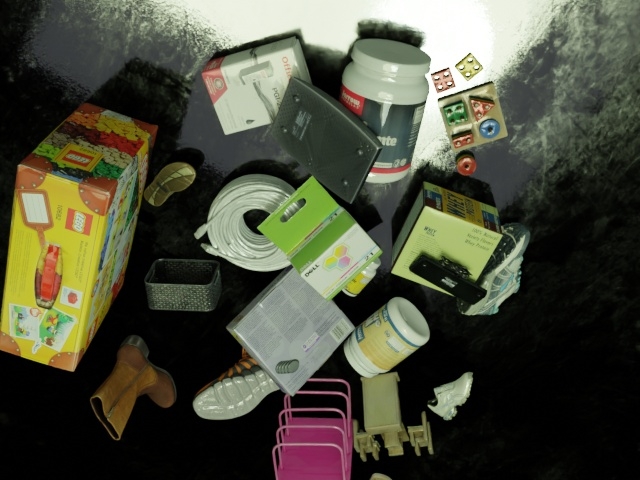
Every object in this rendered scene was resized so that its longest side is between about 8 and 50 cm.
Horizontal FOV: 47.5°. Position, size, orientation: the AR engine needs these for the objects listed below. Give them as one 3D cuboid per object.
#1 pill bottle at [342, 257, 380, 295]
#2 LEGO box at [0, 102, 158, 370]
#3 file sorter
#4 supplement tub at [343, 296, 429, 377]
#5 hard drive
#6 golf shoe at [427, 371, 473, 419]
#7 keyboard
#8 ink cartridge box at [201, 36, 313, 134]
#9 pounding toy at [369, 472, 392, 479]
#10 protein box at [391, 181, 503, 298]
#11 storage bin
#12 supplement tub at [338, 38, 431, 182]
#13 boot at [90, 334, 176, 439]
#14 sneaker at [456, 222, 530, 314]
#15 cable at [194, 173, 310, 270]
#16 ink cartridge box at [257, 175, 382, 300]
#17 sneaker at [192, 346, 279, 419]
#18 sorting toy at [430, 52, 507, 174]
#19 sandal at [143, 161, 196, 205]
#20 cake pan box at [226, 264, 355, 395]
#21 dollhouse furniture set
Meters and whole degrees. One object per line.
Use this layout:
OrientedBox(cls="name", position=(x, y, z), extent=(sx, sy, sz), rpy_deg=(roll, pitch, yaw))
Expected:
OrientedBox(cls="pill bottle", position=(0.103, 0.085, 1.878), extent=(0.065, 0.065, 0.116), rpy_deg=(33, 117, -13))
OrientedBox(cls="LEGO box", position=(-0.568, -0.015, 1.709), extent=(0.193, 0.372, 0.500), rpy_deg=(18, 121, -5))
OrientedBox(cls="file sorter", position=(-0.015, 0.539, 2.029), extent=(0.202, 0.291, 0.182), rpy_deg=(0, 117, 6))
OrientedBox(cls="supplement tub", position=(0.173, 0.260, 1.927), extent=(0.144, 0.144, 0.199), rpy_deg=(40, 116, -17))
OrientedBox(cls="hard drive", position=(0.013, -0.218, 1.545), extent=(0.254, 0.054, 0.172), rpy_deg=(42, 132, 19))
OrientedBox(cls="golf shoe", position=(0.367, 0.433, 2.059), extent=(0.086, 0.069, 0.176), rpy_deg=(25, 119, -2))
OrientedBox(cls="keyboard", position=(0.313, 0.082, 1.724), extent=(0.192, 0.038, 0.100), rpy_deg=(28, 143, -12))
OrientedBox(cls="ink cartridge box", position=(-0.134, -0.346, 1.634), extent=(0.217, 0.092, 0.159), rpy_deg=(-13, 119, 11))
OrientedBox(cls="pounding toy", position=(0.164, 0.839, 2.262), extent=(0.269, 0.155, 0.154), rpy_deg=(-18, 122, 15))
OrientedBox(cls="protein box", position=(0.302, 0.000, 1.767), extent=(0.199, 0.136, 0.201), rpy_deg=(20, 121, -5))
OrientedBox(cls="storage bin", position=(-0.358, 0.116, 1.909), extent=(0.180, 0.122, 0.084), rpy_deg=(2, 120, 4))
OrientedBox(cls="supplement tub", position=(0.129, -0.281, 1.587), extent=(0.191, 0.191, 0.272), rpy_deg=(10, 121, 0))
OrientedBox(cls="boot", position=(-0.509, 0.441, 2.022), extent=(0.096, 0.280, 0.264), rpy_deg=(-11, 119, 12))
OrientedBox(cls="sneaker", position=(0.455, 0.075, 1.833), extent=(0.122, 0.110, 0.283), rpy_deg=(12, 125, -22))
OrientedBox(cls="cable", position=(-0.152, -0.040, 1.818), extent=(0.257, 0.089, 0.257), rpy_deg=(32, 118, -14))
OrientedBox(cls="ink cartridge box", position=(0.000, 0.000, 1.742), extent=(0.189, 0.097, 0.255), rpy_deg=(-43, 132, 3))
OrientedBox(cls="sneaker", position=(-0.209, 0.363, 1.989), extent=(0.321, 0.180, 0.125), rpy_deg=(-22, 120, -14))
OrientedBox(cls="sorting toy", position=(0.345, -0.280, 1.651), extent=(0.132, 0.046, 0.275), rpy_deg=(-16, 117, 14))
OrientedBox(cls="sandal", position=(-0.373, -0.147, 1.804), extent=(0.180, 0.049, 0.072), rpy_deg=(-32, 108, 37))
OrientedBox(cls="cake pan box", position=(-0.070, 0.222, 1.885), extent=(0.267, 0.070, 0.246), rpy_deg=(-46, 110, -18))
OrientedBox(cls="dollhouse furniture set", position=(0.198, 0.513, 2.106), extent=(0.212, 0.161, 0.242), rpy_deg=(-10, 141, 12))
